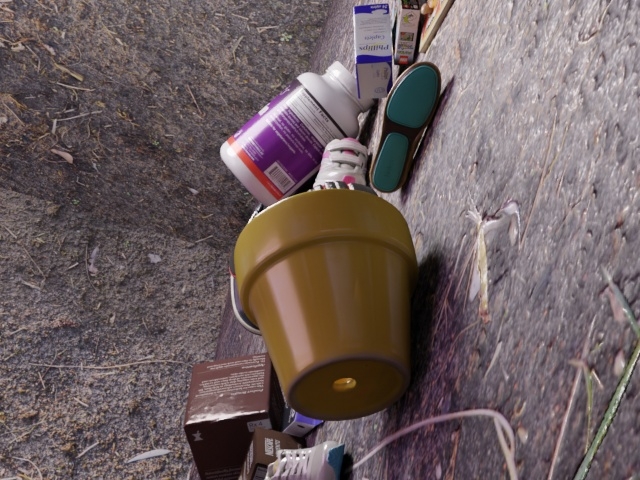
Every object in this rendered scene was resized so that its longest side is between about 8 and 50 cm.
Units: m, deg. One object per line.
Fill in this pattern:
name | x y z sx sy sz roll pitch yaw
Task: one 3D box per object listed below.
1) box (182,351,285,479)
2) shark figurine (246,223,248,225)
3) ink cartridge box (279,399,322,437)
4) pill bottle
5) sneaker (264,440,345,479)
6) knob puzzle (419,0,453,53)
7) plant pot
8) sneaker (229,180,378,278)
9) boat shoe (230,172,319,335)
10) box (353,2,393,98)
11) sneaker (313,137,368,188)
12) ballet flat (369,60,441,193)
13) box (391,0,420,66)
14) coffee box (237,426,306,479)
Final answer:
box | -0.162 0.352 2.058 0.203 0.168 0.167 -90 -10 -61
shark figurine | -0.016 0.022 2.071 0.116 0.278 0.166 -3 -102 -61
ink cartridge box | -0.018 0.252 1.928 0.208 0.045 0.206 128 157 -64
pill bottle | -0.045 -0.231 2.235 0.323 0.181 0.181 -42 12 2
sneaker | -0.024 0.360 1.611 0.228 0.092 0.087 124 162 -60
knob puzzle | 0.211 -0.460 1.859 0.213 0.030 0.213 -164 90 -82
plant pot | 0.018 0.100 1.406 0.254 0.254 0.239 116 153 -46
sneaker | -0.014 0.001 1.951 0.314 0.136 0.116 -29 44 18
boat shoe | -0.075 -0.029 2.365 0.156 0.187 0.500 122 169 -79
box | 0.103 -0.365 2.027 0.126 0.072 0.137 78 -171 -64
sneaker | 0.044 -0.150 2.093 0.252 0.103 0.111 -119 45 -77
ballet flat | 0.135 -0.189 1.697 0.073 0.080 0.232 -57 -10 -65
box | 0.162 -0.427 2.004 0.207 0.036 0.114 -87 3 -57
coffee box | -0.107 0.480 1.878 0.141 0.098 0.246 -105 32 -73
